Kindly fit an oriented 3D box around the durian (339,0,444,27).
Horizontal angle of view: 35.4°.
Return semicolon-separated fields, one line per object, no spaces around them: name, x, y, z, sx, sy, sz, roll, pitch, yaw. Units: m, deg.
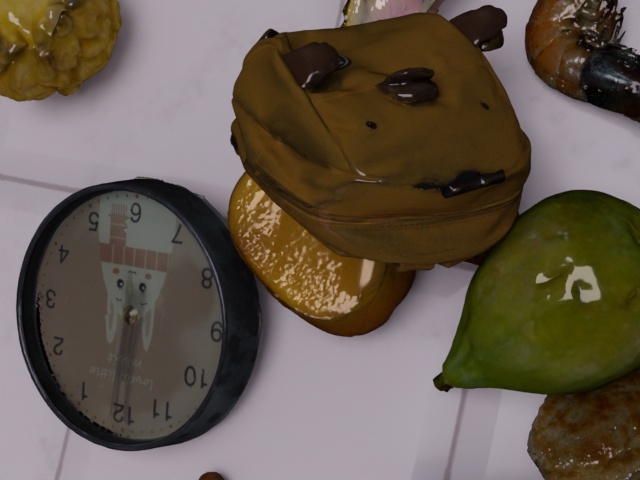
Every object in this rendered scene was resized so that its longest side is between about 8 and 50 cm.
durian;0.126;-0.320;1.332;0.224;0.078;0.140;-28;62;32

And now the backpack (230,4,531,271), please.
backpack;0.081;-0.130;1.164;0.353;0.201;0.378;-17;45;-23

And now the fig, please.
fig;0.280;0.097;1.157;0.233;0.233;0.314;32;105;22

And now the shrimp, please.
shrimp;0.390;-0.255;1.220;0.290;0.054;0.222;39;105;33

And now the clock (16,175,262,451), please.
clock;-0.263;0.103;1.394;0.386;0.076;0.386;1;93;28

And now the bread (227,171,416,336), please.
bread;0.000;0.000;1.306;0.195;0.142;0.270;-48;67;7

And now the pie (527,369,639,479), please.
pie;0.327;0.222;1.148;0.193;0.079;0.163;-47;31;-21

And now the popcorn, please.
popcorn;-0.425;-0.322;1.500;0.250;0.190;0.250;-4;82;28

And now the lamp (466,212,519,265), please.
lamp;0.202;-0.017;1.259;0.101;0.090;0.101;4;120;8

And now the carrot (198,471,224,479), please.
carrot;-0.125;0.400;1.345;0.060;0.060;0.186;-24;69;17
